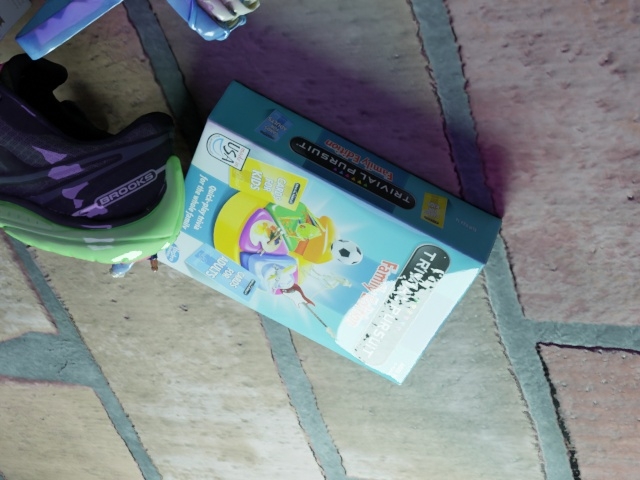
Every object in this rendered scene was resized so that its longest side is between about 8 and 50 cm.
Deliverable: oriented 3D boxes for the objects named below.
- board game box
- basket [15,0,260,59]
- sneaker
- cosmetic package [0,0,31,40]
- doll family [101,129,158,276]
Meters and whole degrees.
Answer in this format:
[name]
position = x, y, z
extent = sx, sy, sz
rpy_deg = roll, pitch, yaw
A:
[board game box]
position = 0.000, 0.000, 1.473
extent = 0.336, 0.079, 0.254
rpy_deg = 27, 138, 0
[basket]
position = -0.130, -0.285, 1.145
extent = 0.289, 0.255, 0.201
rpy_deg = -33, 114, 23
[sneaker]
position = -0.370, -0.116, 1.427
extent = 0.482, 0.185, 0.202
rpy_deg = 12, 100, 8
[cosmetic package]
position = -0.448, -0.251, 1.451
extent = 0.231, 0.085, 0.117
rpy_deg = -17, 122, 35
[doll family]
position = -0.245, -0.046, 1.525
extent = 0.111, 0.076, 0.193
rpy_deg = -37, 94, 35
